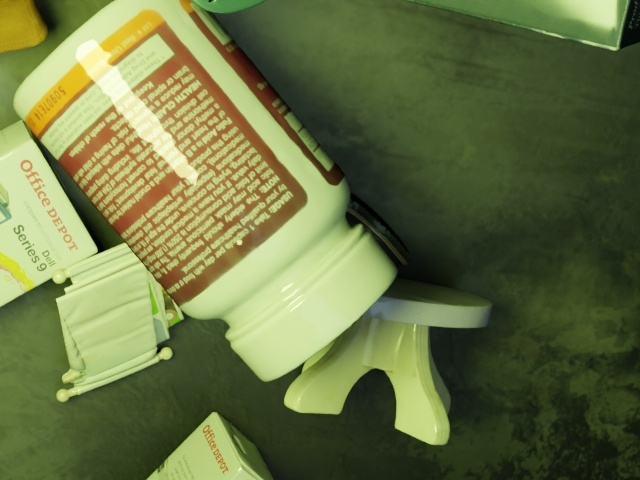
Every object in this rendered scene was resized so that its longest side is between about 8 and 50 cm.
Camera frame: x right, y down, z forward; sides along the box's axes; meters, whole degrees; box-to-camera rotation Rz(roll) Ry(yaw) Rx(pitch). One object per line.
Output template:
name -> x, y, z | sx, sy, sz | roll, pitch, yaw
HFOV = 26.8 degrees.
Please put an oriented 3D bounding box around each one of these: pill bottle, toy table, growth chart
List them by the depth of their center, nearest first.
pill bottle -> -0.112, -0.061, 1.398 | 0.224, 0.224, 0.392 | -39, 95, -1
growth chart -> -0.228, 0.085, 1.549 | 0.172, 0.021, 0.237 | -18, 139, -23
toy table -> 0.080, 0.133, 1.618 | 0.274, 0.252, 0.161 | 10, 96, -29

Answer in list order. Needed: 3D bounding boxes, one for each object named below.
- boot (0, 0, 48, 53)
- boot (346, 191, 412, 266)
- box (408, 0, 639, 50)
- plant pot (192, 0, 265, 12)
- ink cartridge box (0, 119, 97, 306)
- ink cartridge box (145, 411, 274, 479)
boot -> -0.432, -0.265, 1.336 | 0.295, 0.104, 0.211 | 7, 147, 12
boot -> 0.000, 0.000, 1.624 | 0.198, 0.077, 0.137 | 39, 96, -15
box -> 0.238, -0.337, 1.337 | 0.395, 0.293, 0.212 | -23, 127, -59
plant pot -> -0.126, -0.359, 1.261 | 0.271, 0.255, 0.271 | -33, 152, -20
ink cartridge box -> -0.375, -0.011, 1.469 | 0.212, 0.093, 0.154 | -30, 118, -9
ink cartridge box -> -0.156, 0.334, 1.655 | 0.203, 0.148, 0.086 | -45, 117, 2
